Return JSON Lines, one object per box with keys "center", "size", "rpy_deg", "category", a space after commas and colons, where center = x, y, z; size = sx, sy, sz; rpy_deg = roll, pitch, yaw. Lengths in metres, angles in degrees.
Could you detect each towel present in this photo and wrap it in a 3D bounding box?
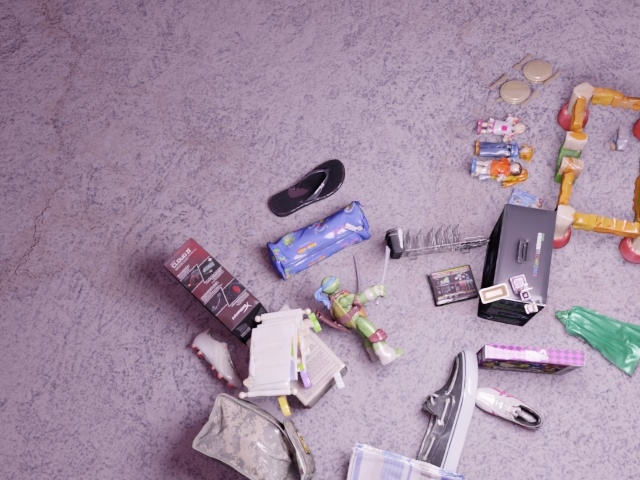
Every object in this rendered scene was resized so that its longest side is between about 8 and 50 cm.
{"center": [0.196, 0.633, 1.574], "size": [0.284, 0.034, 0.210], "rpy_deg": [13, 98, 11], "category": "towel"}

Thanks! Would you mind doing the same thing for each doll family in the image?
{"center": [0.528, -0.241, 1.844], "size": [0.163, 0.118, 0.263], "rpy_deg": [7, 55, 14], "category": "doll family"}

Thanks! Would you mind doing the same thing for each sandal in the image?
{"center": [-0.032, -0.153, 1.884], "size": [0.254, 0.054, 0.097], "rpy_deg": [-35, 72, -6], "category": "sandal"}

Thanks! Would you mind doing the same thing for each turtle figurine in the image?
{"center": [0.140, 0.173, 1.679], "size": [0.274, 0.197, 0.266], "rpy_deg": [-34, 95, -45], "category": "turtle figurine"}

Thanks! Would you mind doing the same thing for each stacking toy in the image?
{"center": [-0.052, 0.306, 1.603], "size": [0.166, 0.052, 0.221], "rpy_deg": [-22, 70, -3], "category": "stacking toy"}

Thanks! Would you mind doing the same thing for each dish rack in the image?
{"center": [0.314, 0.002, 1.727], "size": [0.271, 0.208, 0.074], "rpy_deg": [-7, 83, 3], "category": "dish rack"}

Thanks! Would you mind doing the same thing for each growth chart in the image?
{"center": [-0.105, 0.277, 1.584], "size": [0.171, 0.021, 0.238], "rpy_deg": [-2, 59, 15], "category": "growth chart"}

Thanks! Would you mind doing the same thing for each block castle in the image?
{"center": [0.784, -0.181, 1.737], "size": [0.302, 0.213, 0.454], "rpy_deg": [11, 71, 13], "category": "block castle"}

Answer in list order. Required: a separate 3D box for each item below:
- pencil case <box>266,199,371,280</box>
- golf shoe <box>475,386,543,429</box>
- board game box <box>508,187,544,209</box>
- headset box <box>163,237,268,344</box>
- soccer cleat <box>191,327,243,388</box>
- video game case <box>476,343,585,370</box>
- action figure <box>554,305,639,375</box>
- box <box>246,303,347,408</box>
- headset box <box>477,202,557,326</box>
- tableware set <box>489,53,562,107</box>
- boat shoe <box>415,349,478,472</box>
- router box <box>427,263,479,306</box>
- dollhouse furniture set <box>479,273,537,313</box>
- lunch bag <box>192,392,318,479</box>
{"center": [0.000, 0.000, 1.793], "size": [0.306, 0.133, 0.120], "rpy_deg": [-26, 104, -2], "category": "pencil case"}
{"center": [0.477, 0.422, 1.630], "size": [0.186, 0.086, 0.068], "rpy_deg": [21, 76, 13], "category": "golf shoe"}
{"center": [0.580, -0.092, 1.822], "size": [0.090, 0.020, 0.090], "rpy_deg": [23, 77, 12], "category": "board game box"}
{"center": [-0.284, 0.132, 1.730], "size": [0.293, 0.218, 0.110], "rpy_deg": [41, 78, 17], "category": "headset box"}
{"center": [-0.272, 0.323, 1.748], "size": [0.076, 0.068, 0.196], "rpy_deg": [-43, 70, -12], "category": "soccer cleat"}
{"center": [0.515, 0.300, 1.600], "size": [0.231, 0.210, 0.042], "rpy_deg": [4, 72, 6], "category": "video game case"}
{"center": [0.728, 0.239, 1.676], "size": [0.232, 0.063, 0.137], "rpy_deg": [26, 78, 9], "category": "action figure"}
{"center": [-0.059, 0.310, 1.697], "size": [0.148, 0.127, 0.232], "rpy_deg": [-43, 73, -8], "category": "box"}
{"center": [0.502, 0.067, 1.640], "size": [0.131, 0.283, 0.247], "rpy_deg": [11, 74, 9], "category": "headset box"}
{"center": [0.624, -0.474, 1.936], "size": [0.194, 0.039, 0.128], "rpy_deg": [-41, 61, -14], "category": "tableware set"}
{"center": [0.317, 0.434, 1.621], "size": [0.119, 0.121, 0.336], "rpy_deg": [14, 76, 6], "category": "boat shoe"}
{"center": [0.366, 0.125, 1.762], "size": [0.122, 0.038, 0.092], "rpy_deg": [-12, 72, 1], "category": "router box"}
{"center": [0.431, 0.133, 1.455], "size": [0.114, 0.081, 0.091], "rpy_deg": [-17, 83, 5], "category": "dollhouse furniture set"}
{"center": [-0.138, 0.509, 1.581], "size": [0.286, 0.235, 0.169], "rpy_deg": [25, 77, 13], "category": "lunch bag"}
